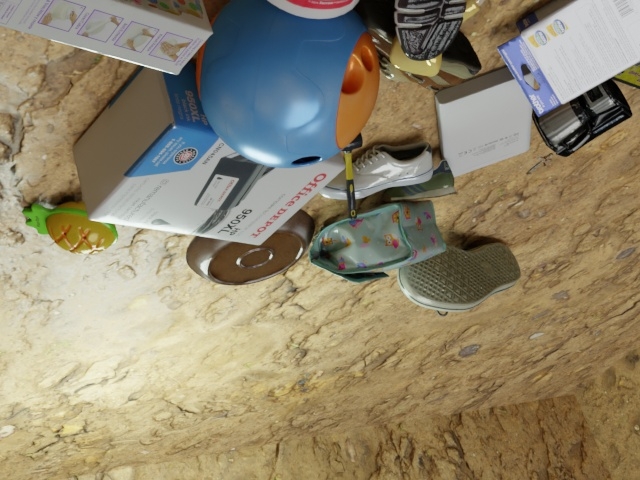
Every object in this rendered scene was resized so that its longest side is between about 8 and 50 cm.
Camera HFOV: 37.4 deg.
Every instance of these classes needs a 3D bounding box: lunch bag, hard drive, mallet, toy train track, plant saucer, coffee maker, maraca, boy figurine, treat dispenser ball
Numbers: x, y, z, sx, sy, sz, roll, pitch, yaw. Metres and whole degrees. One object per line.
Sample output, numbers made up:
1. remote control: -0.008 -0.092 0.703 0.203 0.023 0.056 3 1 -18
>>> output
1. lunch bag: 0.126 0.009 2.194 0.262 0.160 0.223 -19 175 26
2. hard drive: 0.351 -0.251 2.016 0.203 0.040 0.307 -20 153 1
3. mallet: 0.051 -0.133 1.940 0.062 0.039 0.190 -3 111 -15
4. toy train track: 0.532 -0.181 2.288 0.048 0.014 0.083 6 144 -39
5. plant saucer: -0.155 0.025 2.191 0.310 0.050 0.310 -16 152 -9
6. coffee maker: 0.576 -0.274 2.062 0.178 0.120 0.171 -33 173 27
7. maraca: -0.485 -0.028 1.837 0.185 0.099 0.127 11 146 -2
8. boy figurine: 0.212 -0.384 1.480 0.092 0.177 0.285 24 104 -27
9. treat dispenser ball: -0.050 -0.257 1.477 0.288 0.288 0.288 -15 152 -8

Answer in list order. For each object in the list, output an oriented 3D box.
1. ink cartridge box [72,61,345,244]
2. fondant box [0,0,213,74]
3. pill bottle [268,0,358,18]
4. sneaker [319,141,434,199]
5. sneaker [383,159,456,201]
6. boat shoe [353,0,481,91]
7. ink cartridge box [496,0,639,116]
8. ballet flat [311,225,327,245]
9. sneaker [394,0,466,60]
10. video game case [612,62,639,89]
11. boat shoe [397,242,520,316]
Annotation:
1. ink cartridge box: -0.197 -0.149 1.715 0.395 0.166 0.285 9 142 -43
2. fondant box: -0.316 -0.358 1.178 0.330 0.238 0.096 8 142 -41
3. pill bottle: 0.017 -0.467 1.259 0.176 0.176 0.318 -8 151 -21
4. sneaker: 0.115 -0.159 2.005 0.258 0.094 0.091 -14 129 -12
5. sneaker: 0.219 -0.137 2.116 0.192 0.086 0.064 -4 -173 43
6. boat shoe: 0.153 -0.330 1.662 0.120 0.123 0.324 -35 148 33
7. ink cartridge box: 0.502 -0.384 1.768 0.311 0.065 0.186 -31 121 17
8. ballet flat: 0.000 0.000 2.263 0.041 0.041 0.114 -8 151 -20
9. sneaker: 0.150 -0.422 1.407 0.106 0.162 0.281 -4 120 -10
10. video game case: 0.753 -0.411 1.988 0.275 0.035 0.248 6 143 -41
11. boat shoe: 0.344 0.104 2.468 0.156 0.187 0.500 -31 166 36
